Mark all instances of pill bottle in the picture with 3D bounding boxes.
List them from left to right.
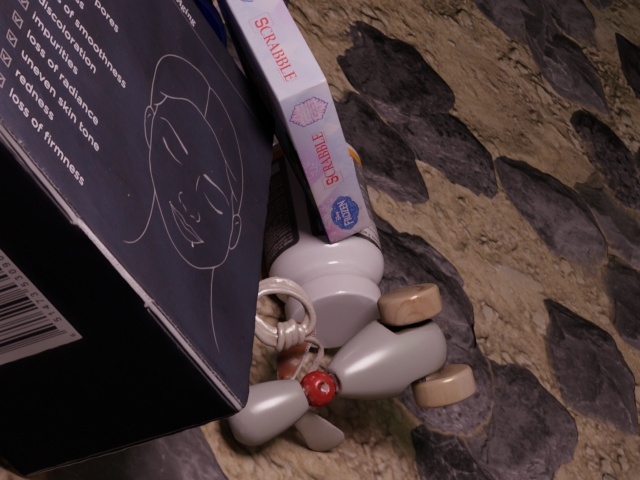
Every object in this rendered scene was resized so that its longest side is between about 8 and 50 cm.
[{"bbox_3d":[0.000,0.000,1.919,0.162,0.162,0.278,20,44,-34],"label":"pill bottle"}]

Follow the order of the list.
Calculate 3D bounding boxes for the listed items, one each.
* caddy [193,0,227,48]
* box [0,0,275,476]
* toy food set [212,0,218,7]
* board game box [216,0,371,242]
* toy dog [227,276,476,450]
[{"bbox_3d":[-0.289,-0.294,1.830,0.341,0.241,0.179,22,38,-32],"label":"caddy"},{"bbox_3d":[-0.292,-0.098,1.452,0.480,0.297,0.472,55,27,-36],"label":"box"},{"bbox_3d":[-0.296,-0.416,2.066,0.306,0.092,0.220,38,36,-14],"label":"toy food set"},{"bbox_3d":[-0.049,-0.204,1.771,0.318,0.066,0.319,70,-5,-56],"label":"board game box"},{"bbox_3d":[0.029,0.162,1.772,0.333,0.161,0.220,3,85,-19],"label":"toy dog"}]
